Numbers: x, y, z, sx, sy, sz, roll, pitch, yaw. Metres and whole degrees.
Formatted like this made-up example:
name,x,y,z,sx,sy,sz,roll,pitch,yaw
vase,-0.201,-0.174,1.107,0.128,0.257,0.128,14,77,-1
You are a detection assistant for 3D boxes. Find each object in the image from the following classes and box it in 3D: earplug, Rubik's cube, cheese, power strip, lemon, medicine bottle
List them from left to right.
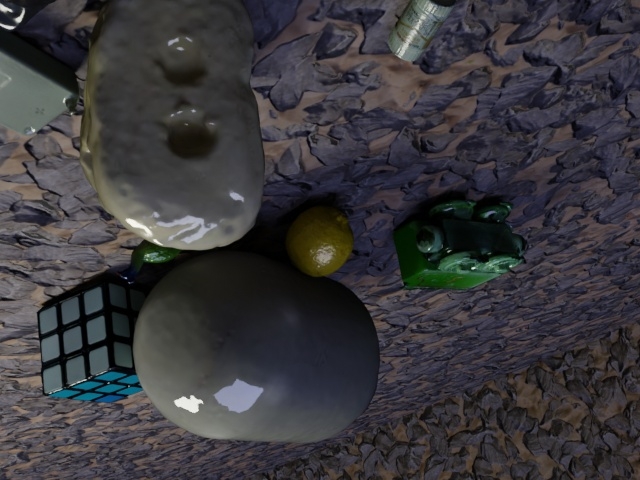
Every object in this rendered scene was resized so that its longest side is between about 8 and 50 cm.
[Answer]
name,x,y,z,sx,sy,sz,roll,pitch,yaw
power strip,-0.364,-0.158,0.692,0.145,0.061,0.216,-28,151,21
Rubik's cube,-0.369,0.178,1.222,0.161,0.163,0.162,-22,157,22
cheese,-0.144,-0.120,0.702,0.174,0.247,0.251,-3,144,-27
earplug,-0.114,0.181,1.179,0.313,0.312,0.394,-27,156,21
lemon,0.000,0.000,1.149,0.109,0.109,0.133,15,126,-46
medicine bottle,0.114,-0.248,0.800,0.047,0.047,0.083,-2,151,-26

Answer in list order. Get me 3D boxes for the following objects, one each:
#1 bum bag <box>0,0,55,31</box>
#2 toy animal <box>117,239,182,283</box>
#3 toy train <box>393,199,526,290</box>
name,x,y,z,sx,sy,sz,roll,pitch,yaw
bum bag,-0.195,-0.268,0.557,0.310,0.074,0.137,-25,143,8
toy animal,-0.217,-0.018,1.060,0.217,0.075,0.041,-35,168,-31
toy train,0.253,0.015,1.306,0.243,0.132,0.188,4,155,-36
